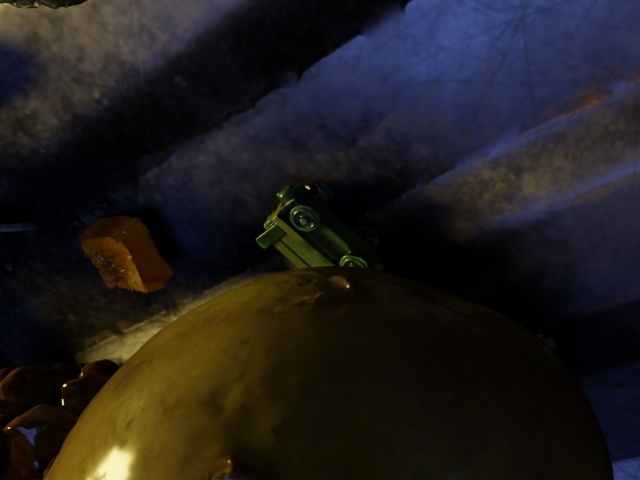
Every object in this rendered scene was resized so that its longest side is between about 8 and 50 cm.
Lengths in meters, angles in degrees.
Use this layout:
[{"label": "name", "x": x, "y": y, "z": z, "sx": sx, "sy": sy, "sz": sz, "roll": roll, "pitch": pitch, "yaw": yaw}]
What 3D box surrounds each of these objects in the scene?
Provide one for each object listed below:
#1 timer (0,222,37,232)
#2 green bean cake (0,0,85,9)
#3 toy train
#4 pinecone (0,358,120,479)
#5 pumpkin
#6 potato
[{"label": "timer", "x": -0.453, "y": -0.020, "z": 0.606, "sx": 0.256, "sy": 0.175, "sz": 0.175, "roll": -28, "pitch": 115, "yaw": 4}, {"label": "green bean cake", "x": -0.239, "y": -0.263, "z": 0.424, "sx": 0.184, "sy": 0.094, "sz": 0.184, "roll": 8, "pitch": 130, "yaw": 9}, {"label": "toy train", "x": 0.000, "y": 0.000, "z": 0.563, "sx": 0.122, "sy": 0.050, "sz": 0.081, "roll": 41, "pitch": 131, "yaw": -15}, {"label": "pinecone", "x": -0.281, "y": 0.289, "z": 0.664, "sx": 0.385, "sy": 0.384, "sz": 0.384, "roll": 7, "pitch": 125, "yaw": 10}, {"label": "pumpkin", "x": -0.194, "y": 0.011, "z": 0.619, "sx": 0.083, "sy": 0.054, "sz": 0.074, "roll": 2, "pitch": 123, "yaw": 40}, {"label": "potato", "x": 0.050, "y": 0.196, "z": 0.472, "sx": 0.442, "sy": 0.385, "sz": 0.319, "roll": 22, "pitch": 118, "yaw": -37}]
